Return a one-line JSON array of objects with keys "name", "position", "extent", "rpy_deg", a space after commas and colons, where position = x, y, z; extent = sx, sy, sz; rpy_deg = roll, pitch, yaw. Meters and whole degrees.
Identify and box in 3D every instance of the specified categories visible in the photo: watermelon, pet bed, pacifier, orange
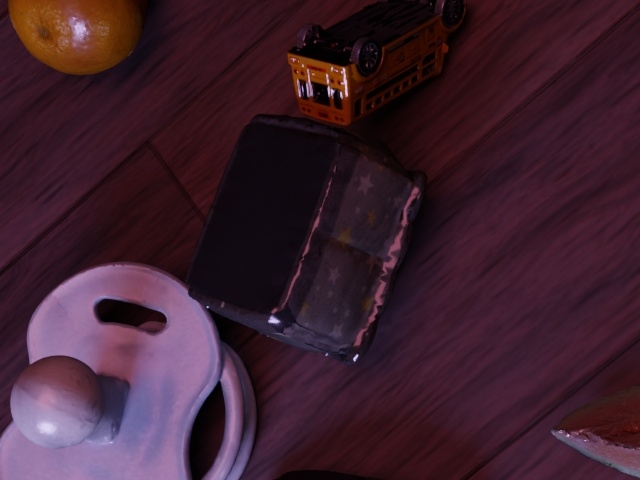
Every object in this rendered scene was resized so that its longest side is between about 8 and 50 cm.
[{"name": "watermelon", "position": [0.288, 0.168, 1.321], "extent": [0.155, 0.080, 0.101], "rpy_deg": [-4, 67, 36]}, {"name": "pet bed", "position": [0.000, 0.000, 1.428], "extent": [0.183, 0.159, 0.211], "rpy_deg": [13, 81, 49]}, {"name": "pacifier", "position": [-0.210, 0.163, 1.421], "extent": [0.244, 0.233, 0.300], "rpy_deg": [10, 84, 20]}, {"name": "orange", "position": [-0.257, -0.255, 1.579], "extent": [0.154, 0.155, 0.134], "rpy_deg": [13, 47, 23]}]

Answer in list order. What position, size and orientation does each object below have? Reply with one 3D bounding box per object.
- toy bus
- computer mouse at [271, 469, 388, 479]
[{"name": "toy bus", "position": [0.060, -0.185, 1.444], "extent": [0.083, 0.194, 0.088], "rpy_deg": [20, 129, 38]}, {"name": "computer mouse", "position": [0.023, 0.280, 1.393], "extent": [0.217, 0.073, 0.122], "rpy_deg": [8, 81, 21]}]
